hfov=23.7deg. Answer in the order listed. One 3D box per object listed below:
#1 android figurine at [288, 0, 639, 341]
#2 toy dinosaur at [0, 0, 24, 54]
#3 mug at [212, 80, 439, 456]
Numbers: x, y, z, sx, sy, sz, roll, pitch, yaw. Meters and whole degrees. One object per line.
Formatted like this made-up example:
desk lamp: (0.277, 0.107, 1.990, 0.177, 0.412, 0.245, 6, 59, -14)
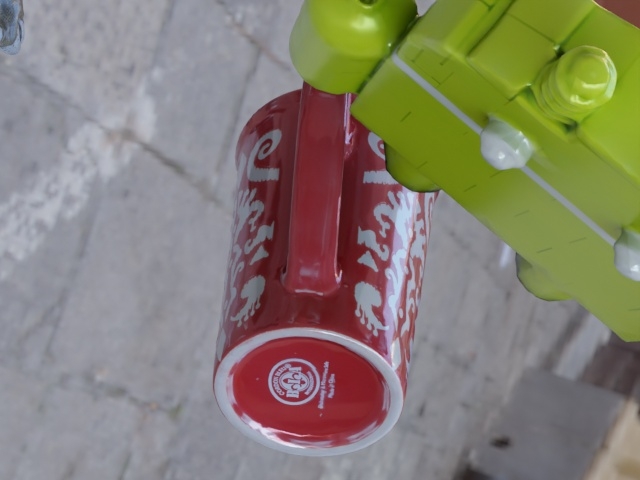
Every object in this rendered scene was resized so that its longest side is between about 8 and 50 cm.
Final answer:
android figurine: (0.095, -0.025, 0.601, 0.056, 0.248, 0.273, -50, -176, -6)
toy dinosaur: (-0.261, -0.265, 0.988, 0.121, 0.313, 0.160, -48, 170, 24)
mug: (-0.007, 0.004, 0.763, 0.150, 0.113, 0.169, 54, 29, -34)
